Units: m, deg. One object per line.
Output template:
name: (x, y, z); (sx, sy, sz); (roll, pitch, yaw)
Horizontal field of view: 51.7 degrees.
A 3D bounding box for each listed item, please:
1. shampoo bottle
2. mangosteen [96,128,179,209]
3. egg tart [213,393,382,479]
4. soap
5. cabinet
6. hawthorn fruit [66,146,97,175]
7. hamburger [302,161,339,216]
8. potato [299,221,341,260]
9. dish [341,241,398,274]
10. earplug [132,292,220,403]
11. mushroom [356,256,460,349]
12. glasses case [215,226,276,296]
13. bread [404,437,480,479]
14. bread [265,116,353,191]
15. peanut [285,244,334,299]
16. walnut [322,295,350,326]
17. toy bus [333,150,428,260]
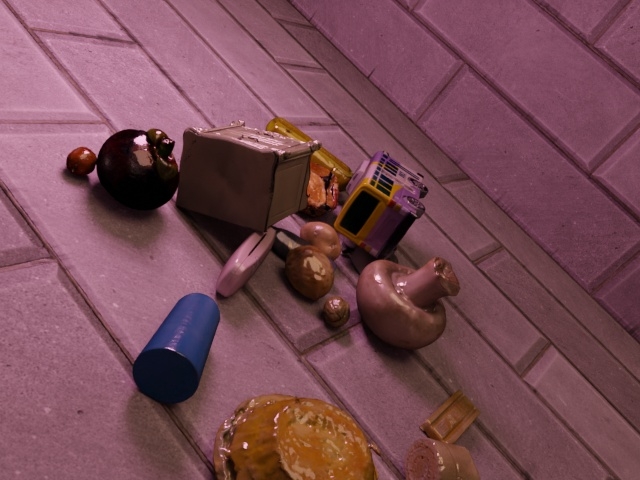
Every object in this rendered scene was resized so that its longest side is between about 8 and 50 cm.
shampoo bottle: (-0.062, 0.038, 1.970); (0.234, 0.049, 0.087); (35, 57, -8)
mangosteen: (-0.457, -0.193, 1.677); (0.216, 0.216, 0.216); (29, 30, -18)
egg tart: (-0.024, 0.449, 1.321); (0.388, 0.169, 0.387); (24, 33, -17)
soap: (0.364, 0.498, 1.834); (0.092, 0.037, 0.252); (47, 29, 17)
cabinet: (-0.195, -0.201, 1.886); (0.290, 0.227, 0.318); (17, 21, 18)
hawthorn fruit: (-0.604, -0.198, 1.664); (0.077, 0.077, 0.077); (29, 30, -18)
hamburger: (-0.038, -0.177, 2.248); (0.231, 0.107, 0.231); (23, 50, -30)
potato: (0.002, 0.002, 2.057); (0.147, 0.112, 0.112); (48, 28, 2)
dish: (0.187, 0.064, 2.214); (0.246, 0.078, 0.224); (32, 29, -12)
earplug: (-0.286, 0.205, 1.398); (0.132, 0.132, 0.273); (34, 25, -10)
mushroom: (0.261, 0.156, 1.938); (0.298, 0.290, 0.297); (30, 29, -19)
glasses case: (-0.193, 0.049, 1.743); (0.075, 0.113, 0.297); (35, 29, -3)
bread: (0.289, 0.552, 1.563); (0.141, 0.134, 0.148); (23, 45, -27)
bread: (-0.045, -0.306, 2.435); (0.384, 0.112, 0.166); (36, 18, -9)
peanut: (-0.029, 0.092, 1.881); (0.141, 0.109, 0.159); (-10, 75, -19)
walnut: (0.045, 0.199, 1.845); (0.092, 0.092, 0.092); (29, 30, -18)
toy bus: (0.205, -0.135, 2.247); (0.249, 0.209, 0.440); (33, 26, -2)
